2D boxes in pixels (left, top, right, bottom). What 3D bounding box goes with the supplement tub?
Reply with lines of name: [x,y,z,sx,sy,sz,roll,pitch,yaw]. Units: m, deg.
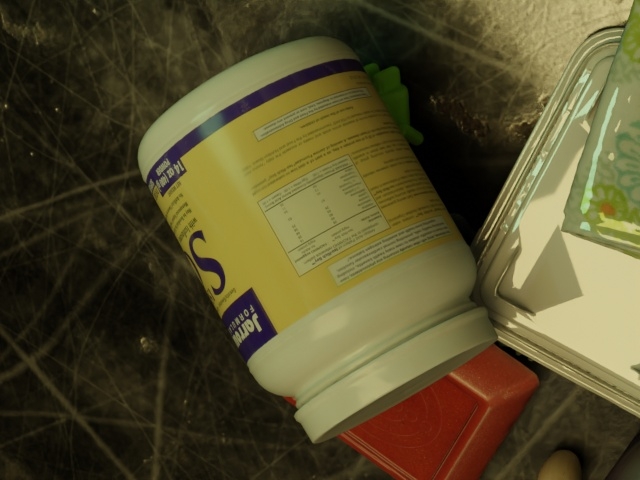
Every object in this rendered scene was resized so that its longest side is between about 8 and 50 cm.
supplement tub: [0.000,0.000,1.775,0.241,0.241,0.331,-35,79,31]

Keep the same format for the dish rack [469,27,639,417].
dish rack: [0.308,-0.010,1.780,0.285,0.072,0.333,29,99,11]

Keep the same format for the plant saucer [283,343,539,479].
plant saucer: [0.074,0.154,1.965,0.258,0.048,0.259,35,141,10]

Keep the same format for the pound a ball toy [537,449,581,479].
pound a ball toy: [0.228,0.408,2.012,0.208,0.136,0.319,-17,104,28]

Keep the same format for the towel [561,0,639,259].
towel: [0.418,-0.129,1.665,0.320,0.090,0.374,19,94,11]

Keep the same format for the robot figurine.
robot figurine: [0.058,-0.120,1.899,0.101,0.067,0.115,12,115,29]

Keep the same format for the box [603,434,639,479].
box: [0.407,0.281,1.770,0.294,0.296,0.183,-26,97,36]

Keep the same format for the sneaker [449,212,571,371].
sneaker: [0.213,0.047,1.884,0.262,0.104,0.125,17,115,16]
